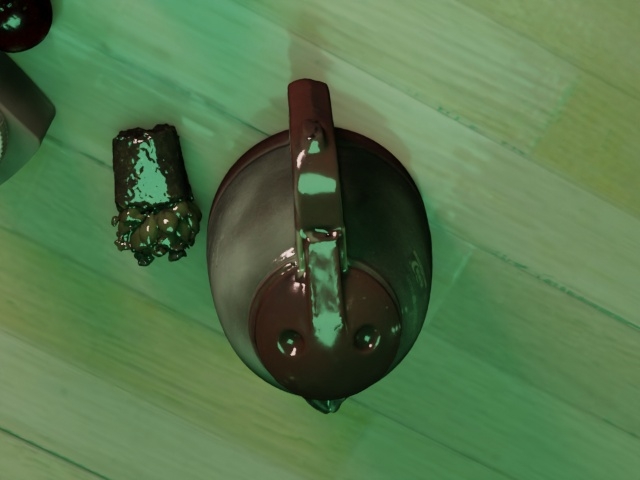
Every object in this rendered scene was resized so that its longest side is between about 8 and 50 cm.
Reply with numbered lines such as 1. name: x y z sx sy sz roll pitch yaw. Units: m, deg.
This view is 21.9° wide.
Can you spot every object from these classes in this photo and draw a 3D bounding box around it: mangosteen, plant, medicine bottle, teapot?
1. mangosteen: -0.305 -0.225 1.646 0.081 0.081 0.081 0 110 -1
2. plant: -0.174 -0.046 1.703 0.094 0.092 0.143 -11 102 -4
3. medicine bottle: -0.339 -0.122 1.618 0.088 0.188 0.132 -39 105 12
4. teapot: 0.000 0.000 1.605 0.233 0.312 0.315 -5 110 -1
